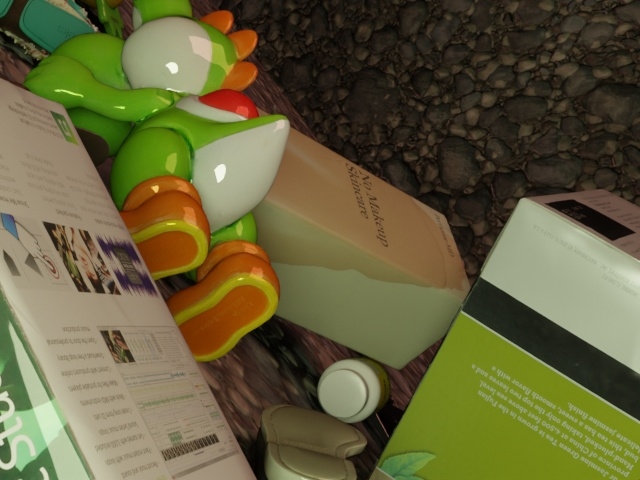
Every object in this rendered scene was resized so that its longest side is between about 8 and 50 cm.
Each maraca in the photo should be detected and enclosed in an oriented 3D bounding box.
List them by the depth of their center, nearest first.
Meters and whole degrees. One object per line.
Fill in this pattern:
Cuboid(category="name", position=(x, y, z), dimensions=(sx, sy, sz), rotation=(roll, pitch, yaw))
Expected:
Cuboid(category="maraca", position=(-0.304, -0.365, 1.777), dimensions=(0.127, 0.099, 0.185), rotation=(-31, 107, -81))

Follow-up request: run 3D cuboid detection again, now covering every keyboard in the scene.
Cuboid(category="keyboard", position=(0.083, 0.214, 1.487), dimensions=(0.108, 0.023, 0.180), rotation=(61, 10, 25))

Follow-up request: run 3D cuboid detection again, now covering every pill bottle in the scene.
Cuboid(category="pill bottle", position=(0.032, 0.152, 1.305), dimensions=(0.065, 0.065, 0.116), rotation=(52, 8, 10))

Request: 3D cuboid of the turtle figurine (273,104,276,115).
Cuboid(category="turtle figurine", position=(-0.074, -0.055, 1.513), dimensions=(0.175, 0.118, 0.234), rotation=(-98, 163, -58))

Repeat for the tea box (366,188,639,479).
Cuboid(category="tea box", position=(0.249, 0.141, 1.241), dimensions=(0.220, 0.323, 0.329), rotation=(33, 16, 19))

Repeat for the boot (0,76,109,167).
Cuboid(category="boot", position=(-0.215, -0.091, 0.960), dimensions=(0.106, 0.037, 0.114), rotation=(8, 23, -19))

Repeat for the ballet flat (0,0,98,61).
Cuboid(category="ballet flat", position=(-0.304, -0.235, 1.217), dimensions=(0.077, 0.091, 0.241), rotation=(19, -18, 34))

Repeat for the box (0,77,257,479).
Cuboid(category="box", position=(-0.118, 0.063, 0.624), dimensions=(0.322, 0.058, 0.232), rotation=(61, 7, 9))

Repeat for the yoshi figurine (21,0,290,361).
Cuboid(category="yoshi figurine", position=(-0.153, -0.069, 1.073), dimensions=(0.203, 0.203, 0.362), rotation=(6, 42, -17))

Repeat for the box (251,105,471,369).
Cuboid(category="box", position=(0.000, 0.000, 1.281), dimensions=(0.311, 0.121, 0.148), rotation=(26, 35, -39))

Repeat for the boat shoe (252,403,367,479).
Cuboid(category="boat shoe", position=(-0.014, 0.170, 0.922), dimensions=(0.081, 0.068, 0.228), rotation=(15, 5, 2))
